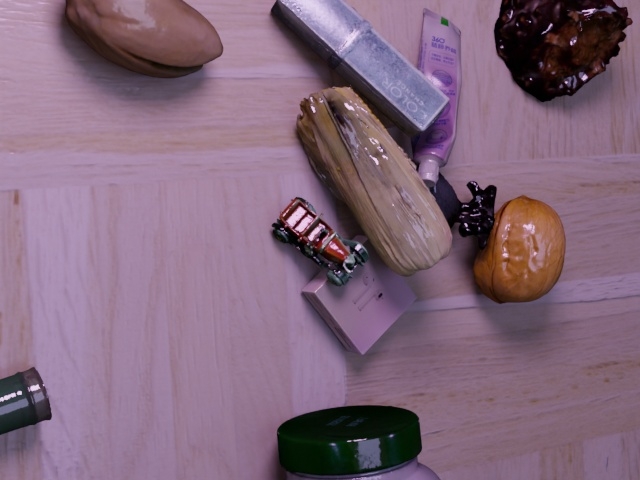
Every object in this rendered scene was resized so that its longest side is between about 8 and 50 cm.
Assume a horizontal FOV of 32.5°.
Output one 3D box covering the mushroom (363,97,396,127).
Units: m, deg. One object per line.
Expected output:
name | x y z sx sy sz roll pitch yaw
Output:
mushroom | 0.107 -0.213 1.681 0.084 0.067 0.083 -9 104 -39

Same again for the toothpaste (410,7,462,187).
toothpaste | 0.179 -0.221 1.700 0.075 0.048 0.301 10 66 -4

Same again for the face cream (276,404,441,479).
face cream | 0.057 0.435 1.595 0.313 0.219 0.356 -7 95 -28

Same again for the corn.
corn | 0.078 -0.088 1.608 0.122 0.123 0.305 -35 88 0

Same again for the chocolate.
chocolate | 0.423 -0.338 1.792 0.224 0.177 0.206 -13 98 -27

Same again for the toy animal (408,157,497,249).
toy animal | 0.172 -0.065 1.733 0.210 0.117 0.121 26 41 -7

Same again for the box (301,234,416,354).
box | 0.059 0.082 1.676 0.129 0.051 0.130 -44 112 -20

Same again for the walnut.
walnut | 0.324 0.016 1.768 0.144 0.144 0.180 14 82 -29

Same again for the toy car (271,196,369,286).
toy car | 0.000 0.000 1.610 0.143 0.054 0.073 40 72 8

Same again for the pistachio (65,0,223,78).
pistachio | -0.234 -0.289 1.459 0.226 0.136 0.135 22 81 -34

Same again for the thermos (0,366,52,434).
thermos | -0.445 0.223 1.395 0.188 0.083 0.073 -16 78 -26

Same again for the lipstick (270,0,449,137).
lipstick | 0.059 -0.268 1.600 0.290 0.076 0.077 42 78 -4
